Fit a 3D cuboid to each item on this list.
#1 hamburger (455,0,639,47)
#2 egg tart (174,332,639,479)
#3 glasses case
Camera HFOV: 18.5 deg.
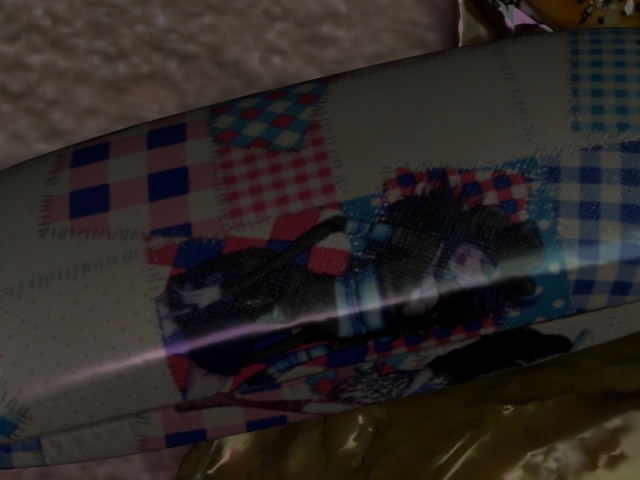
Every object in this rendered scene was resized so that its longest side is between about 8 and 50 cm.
[{"bbox_3d":[0.126,-0.128,0.788,0.164,0.093,0.189,-14,88,-14],"label":"hamburger"},{"bbox_3d":[0.093,0.152,0.731,0.341,0.129,0.341,1,82,-10],"label":"egg tart"},{"bbox_3d":[0.000,0.000,0.709,0.327,0.076,0.125,-13,47,2],"label":"glasses case"}]
